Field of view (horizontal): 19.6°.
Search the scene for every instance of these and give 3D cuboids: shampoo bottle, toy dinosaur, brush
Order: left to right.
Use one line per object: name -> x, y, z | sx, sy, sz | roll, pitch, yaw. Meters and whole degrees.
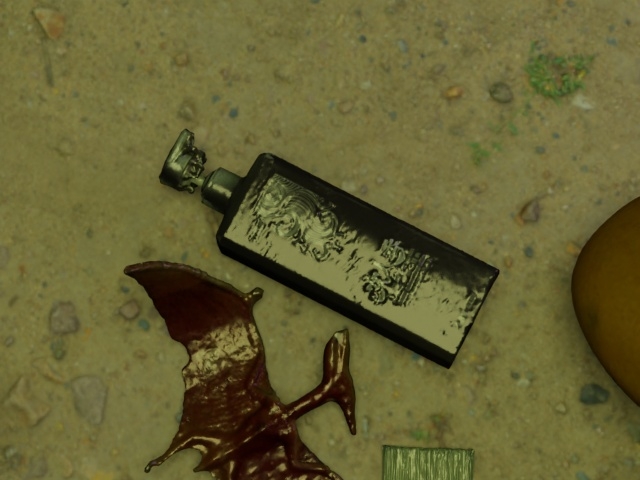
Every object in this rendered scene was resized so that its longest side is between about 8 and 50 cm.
toy dinosaur -> -0.051, 0.176, 1.588 | 0.206, 0.113, 0.327 | -5, 82, -2
shampoo bottle -> 0.000, 0.001, 1.639 | 0.309, 0.071, 0.098 | 27, 84, 6
brush -> 0.090, 0.283, 1.622 | 0.083, 0.011, 0.205 | 3, 81, -1

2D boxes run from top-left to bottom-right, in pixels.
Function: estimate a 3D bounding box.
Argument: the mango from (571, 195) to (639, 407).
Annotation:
mango -> 0.436, 0.045, 1.556 | 0.445, 0.232, 0.300 | -2, 67, 8
